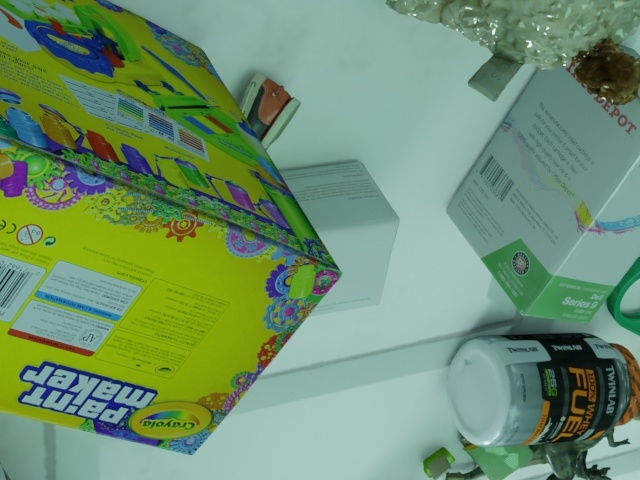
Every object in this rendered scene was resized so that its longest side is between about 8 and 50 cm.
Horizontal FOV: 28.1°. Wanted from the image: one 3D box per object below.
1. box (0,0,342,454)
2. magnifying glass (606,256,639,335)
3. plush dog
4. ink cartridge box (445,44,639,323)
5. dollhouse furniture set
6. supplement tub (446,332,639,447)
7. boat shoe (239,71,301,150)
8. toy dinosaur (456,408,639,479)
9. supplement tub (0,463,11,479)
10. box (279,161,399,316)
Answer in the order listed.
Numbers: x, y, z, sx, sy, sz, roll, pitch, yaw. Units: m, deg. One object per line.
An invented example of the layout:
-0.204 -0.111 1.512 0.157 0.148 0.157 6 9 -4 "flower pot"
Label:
-0.187 -0.043 0.823 0.290 0.279 0.177 22 115 -39 "box"
0.378 0.094 1.439 0.092 0.026 0.231 -31 134 -1 "magnifying glass"
0.179 -0.239 0.890 0.262 0.211 0.225 -14 138 -16 "plush dog"
0.227 -0.056 1.125 0.093 0.154 0.212 9 123 -34 "ink cartridge box"
0.168 0.265 1.432 0.151 0.058 0.076 -37 107 5 "dollhouse furniture set"
0.240 0.156 1.350 0.190 0.117 0.117 0 128 -29 "supplement tub"
-0.069 -0.072 1.033 0.043 0.049 0.137 37 114 0 "boat shoe"
0.289 0.260 1.511 0.268 0.064 0.118 -24 118 -4 "toy dinosaur"
-0.337 0.327 1.101 0.241 0.241 0.331 -23 136 -8 "supplement tub"
0.000 0.000 1.100 0.101 0.087 0.102 -8 132 -22 "box"
